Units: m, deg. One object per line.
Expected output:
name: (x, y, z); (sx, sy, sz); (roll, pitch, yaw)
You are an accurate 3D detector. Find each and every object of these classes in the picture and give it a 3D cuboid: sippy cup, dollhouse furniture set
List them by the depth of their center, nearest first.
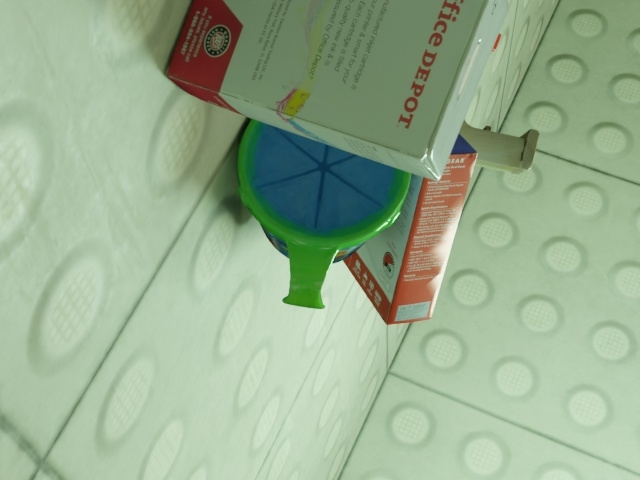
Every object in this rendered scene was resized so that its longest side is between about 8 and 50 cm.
sippy cup: (-0.001, -0.070, 1.470); (0.305, 0.240, 0.224); (-45, 170, -15)
dollhouse furniture set: (0.268, -0.333, 1.765); (0.362, 0.257, 0.394); (-14, 117, -86)

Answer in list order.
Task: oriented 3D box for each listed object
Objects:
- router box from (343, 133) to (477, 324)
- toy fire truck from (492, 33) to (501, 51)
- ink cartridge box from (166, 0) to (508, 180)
router box: (0.097, -0.089, 1.617); (0.082, 0.335, 0.301); (-5, 126, -23)
toy fire truck: (0.326, -0.464, 2.310); (0.192, 0.135, 0.047); (-3, -120, 62)
ink cartridge box: (0.021, -0.220, 1.123); (0.131, 0.306, 0.226); (30, 81, -75)
